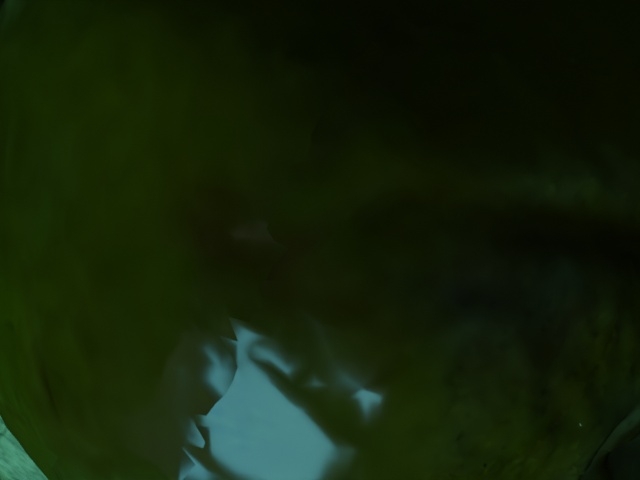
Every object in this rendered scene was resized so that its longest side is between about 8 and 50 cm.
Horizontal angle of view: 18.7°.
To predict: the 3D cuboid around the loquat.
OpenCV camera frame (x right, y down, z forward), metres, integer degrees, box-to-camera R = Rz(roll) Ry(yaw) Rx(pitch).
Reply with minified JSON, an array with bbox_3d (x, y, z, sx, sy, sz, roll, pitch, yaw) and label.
[{"bbox_3d":[0.000,0.000,0.656,0.283,0.276,0.276,28,150,21],"label":"loquat"}]
